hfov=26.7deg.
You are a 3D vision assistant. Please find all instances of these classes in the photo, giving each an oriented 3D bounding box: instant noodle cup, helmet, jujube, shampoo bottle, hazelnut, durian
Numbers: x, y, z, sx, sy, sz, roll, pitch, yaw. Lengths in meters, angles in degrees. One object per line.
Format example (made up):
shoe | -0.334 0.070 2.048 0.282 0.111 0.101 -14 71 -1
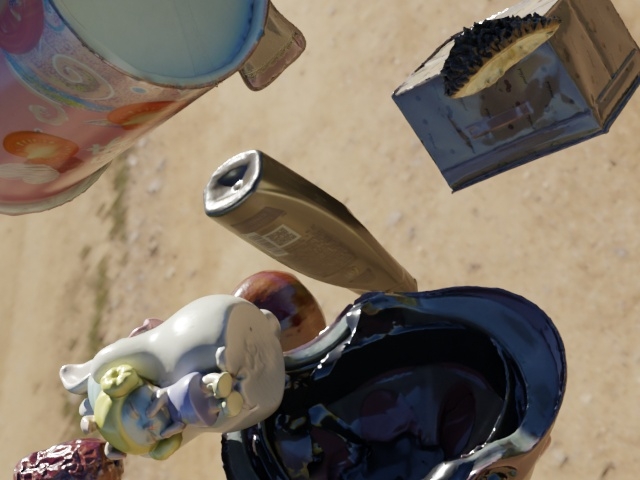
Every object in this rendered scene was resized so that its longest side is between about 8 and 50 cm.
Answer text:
instant noodle cup | -0.174 -0.159 0.931 0.231 0.243 0.243 -18 44 47
helmet | 0.080 0.205 1.305 0.338 0.197 0.271 -24 41 -13
jujube | -0.283 0.259 1.505 0.129 0.077 0.077 -8 46 19
shampoo bottle | 0.000 0.000 1.821 0.125 0.350 0.084 -29 46 32
hazelnut | -0.079 0.155 2.286 0.204 0.177 0.178 101 176 -45
durian | 0.167 -0.175 1.264 0.130 0.066 0.052 -35 34 12

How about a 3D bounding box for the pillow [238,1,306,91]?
pillow | -0.114 -0.343 2.191 0.130 0.233 0.038 -39 47 2

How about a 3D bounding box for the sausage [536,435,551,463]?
sausage | 0.260 0.302 1.776 0.029 0.029 0.223 -33 0 35

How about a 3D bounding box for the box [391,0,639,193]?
box | 0.301 -0.241 2.030 0.297 0.190 0.225 -21 19 42

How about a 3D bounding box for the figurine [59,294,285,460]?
figurine | -0.157 0.140 1.233 0.235 0.127 0.155 -20 30 24
